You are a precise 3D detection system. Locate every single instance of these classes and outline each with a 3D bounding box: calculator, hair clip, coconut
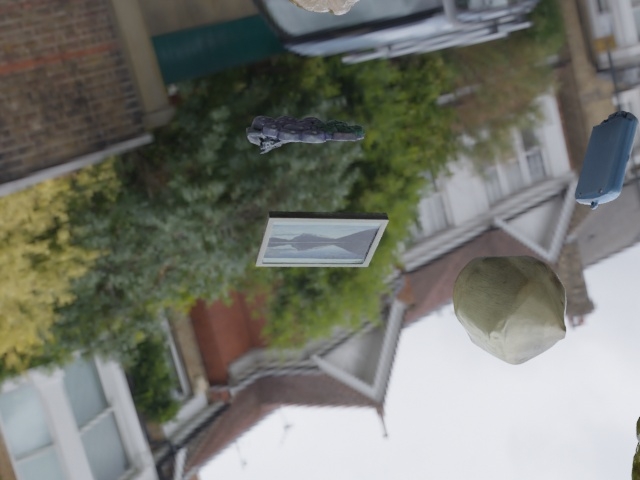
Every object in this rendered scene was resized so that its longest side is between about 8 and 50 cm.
[{"bbox_3d":[0.564,-0.159,2.108,0.039,0.210,0.121,22,166,-18],"label":"calculator"},{"bbox_3d":[-0.022,-0.168,1.724,0.195,0.052,0.124,-2,-156,-7],"label":"hair clip"},{"bbox_3d":[0.356,0.122,1.949,0.224,0.224,0.224,-14,-170,3],"label":"coconut"}]

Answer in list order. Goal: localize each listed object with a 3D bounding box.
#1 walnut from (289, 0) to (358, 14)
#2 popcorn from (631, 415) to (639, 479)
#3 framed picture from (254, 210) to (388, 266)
[{"bbox_3d":[0.015,-0.565,2.182,0.227,0.228,0.228,-14,-170,3],"label":"walnut"},{"bbox_3d":[0.454,0.258,1.220,0.197,0.198,0.155,-9,176,28],"label":"popcorn"},{"bbox_3d":[0.000,0.000,1.793,0.203,0.015,0.150,1,146,-15],"label":"framed picture"}]
